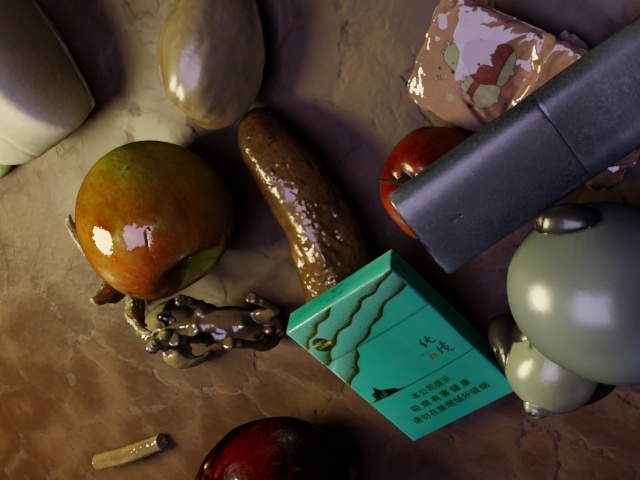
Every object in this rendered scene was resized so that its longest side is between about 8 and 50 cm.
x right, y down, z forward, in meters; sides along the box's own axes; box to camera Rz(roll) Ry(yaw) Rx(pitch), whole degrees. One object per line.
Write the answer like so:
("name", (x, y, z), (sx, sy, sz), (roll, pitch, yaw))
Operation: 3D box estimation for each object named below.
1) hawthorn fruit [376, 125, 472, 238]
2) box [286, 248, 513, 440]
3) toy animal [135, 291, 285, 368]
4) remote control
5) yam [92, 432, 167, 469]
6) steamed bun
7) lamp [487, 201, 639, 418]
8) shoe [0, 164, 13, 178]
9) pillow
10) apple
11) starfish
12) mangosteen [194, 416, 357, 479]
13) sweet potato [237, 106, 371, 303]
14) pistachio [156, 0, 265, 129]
("hawthorn fruit", (0.122, -0.059, 0.995), (0.125, 0.140, 0.125), (1, 95, 7))
("box", (0.095, 0.127, 1.082), (0.161, 0.042, 0.226), (-34, 115, 29))
("toy animal", (-0.151, 0.120, 1.225), (0.214, 0.186, 0.094), (2, 81, 5))
("remote control", (0.245, -0.110, 0.886), (0.377, 0.044, 0.107), (-36, 103, 16))
("yam", (-0.288, 0.321, 1.423), (0.145, 0.032, 0.032), (-24, 97, 32))
("steamed bun", (-0.420, -0.217, 1.199), (0.146, 0.164, 0.242), (-30, 92, 32))
("lamp", (0.274, 0.073, 0.946), (0.197, 0.198, 0.244), (34, 138, 12))
("shoe", (-0.540, -0.117, 1.340), (0.262, 0.128, 0.140), (-9, 119, 33))
("pillow", (0.217, -0.152, 0.956), (0.248, 0.049, 0.135), (27, 121, 12))
("apple", (-0.203, -0.029, 1.145), (0.196, 0.196, 0.196), (10, 114, 24))
("starfish", (-0.275, 0.039, 1.223), (0.053, 0.208, 0.176), (-39, 111, -3))
("mangosteen", (-0.033, 0.344, 1.215), (0.261, 0.235, 0.235), (13, 125, -25))
("sweet potato", (0.001, -0.002, 1.108), (0.114, 0.092, 0.342), (-9, 106, 56))
("pistachio", (-0.125, -0.220, 1.077), (0.126, 0.108, 0.186), (6, 104, 6))
